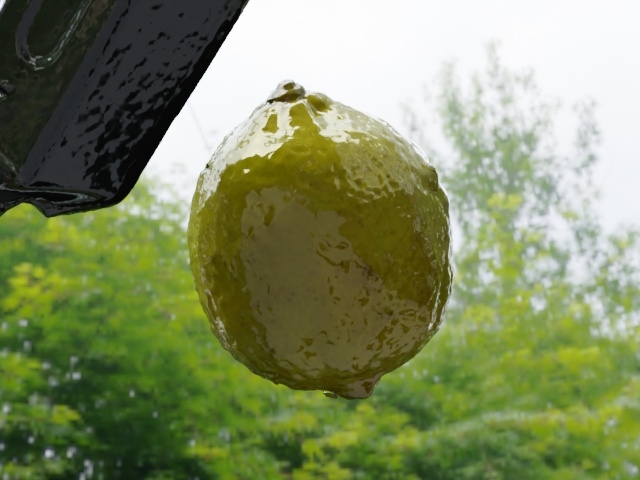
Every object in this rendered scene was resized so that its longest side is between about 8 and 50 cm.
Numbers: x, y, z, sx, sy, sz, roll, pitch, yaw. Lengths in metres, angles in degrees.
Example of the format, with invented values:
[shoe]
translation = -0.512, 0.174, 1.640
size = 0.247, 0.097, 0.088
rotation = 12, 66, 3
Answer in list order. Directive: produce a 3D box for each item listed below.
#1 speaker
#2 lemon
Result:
[speaker]
translation = -0.195, -0.191, 1.075
size = 0.388, 0.180, 0.184
rotation = -57, -20, 16
[lemon]
translation = 0.000, 0.000, 1.297
size = 0.268, 0.268, 0.321
rotation = -5, -86, 0
